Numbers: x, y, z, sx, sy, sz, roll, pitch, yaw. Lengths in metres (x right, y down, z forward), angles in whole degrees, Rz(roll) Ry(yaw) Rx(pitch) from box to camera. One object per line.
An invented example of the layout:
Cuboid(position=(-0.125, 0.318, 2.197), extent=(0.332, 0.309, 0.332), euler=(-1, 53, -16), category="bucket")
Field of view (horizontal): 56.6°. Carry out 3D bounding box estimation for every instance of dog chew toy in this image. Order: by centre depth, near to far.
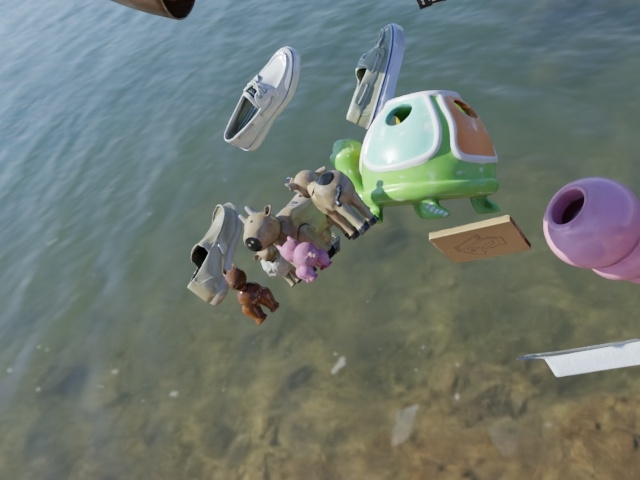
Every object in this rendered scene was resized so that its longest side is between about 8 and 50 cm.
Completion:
Cuboid(position=(0.665, -0.003, 1.334), extent=(0.206, 0.332, 0.206), euler=(-49, 25, 32), category="dog chew toy")

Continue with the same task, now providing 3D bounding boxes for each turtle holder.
Cuboid(position=(0.185, -0.152, 1.139), extent=(0.244, 0.227, 0.320), euler=(-6, 2, -21), category="turtle holder")

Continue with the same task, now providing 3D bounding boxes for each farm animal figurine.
Cuboid(position=(-0.044, -0.025, 1.075), extent=(0.330, 0.172, 0.327), euler=(-42, 0, 23), category="farm animal figurine")

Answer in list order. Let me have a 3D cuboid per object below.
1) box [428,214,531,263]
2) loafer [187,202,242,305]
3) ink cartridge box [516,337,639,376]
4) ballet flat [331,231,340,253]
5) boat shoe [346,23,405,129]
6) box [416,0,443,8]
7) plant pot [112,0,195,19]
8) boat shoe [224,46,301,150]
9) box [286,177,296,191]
Cuboid(position=(0.391, 0.002, 1.454), extent=(0.201, 0.164, 0.021), euler=(-14, 57, 32), category="box")
Cuboid(position=(-0.248, 0.018, 1.381), extent=(0.102, 0.092, 0.268), euler=(-43, 36, 46), category="loafer")
Cuboid(position=(0.511, 0.231, 1.158), extent=(0.224, 0.223, 0.045), euler=(-13, 77, 23), category="ink cartridge box")
Cuboid(position=(0.000, 0.000, 1.655), extent=(0.074, 0.074, 0.203), euler=(1, -2, 28), category="ballet flat")
Cuboid(position=(0.132, -0.398, 1.402), extent=(0.094, 0.109, 0.302), euler=(16, 65, -10), category="boat shoe")
Cuboid(position=(0.274, -0.665, 1.371), extent=(0.175, 0.220, 0.051), euler=(-10, 47, 30), category="box")
Cuboid(position=(-0.418, -0.607, 1.311), extent=(0.231, 0.215, 0.215), euler=(8, 42, 12), category="plant pot")
Cuboid(position=(-0.115, -0.279, 1.173), extent=(0.083, 0.226, 0.076), euler=(38, 21, 32), category="boat shoe")
Cuboid(position=(-0.053, -0.170, 1.980), extent=(0.136, 0.081, 0.028), euler=(21, 83, 1), category="box")
